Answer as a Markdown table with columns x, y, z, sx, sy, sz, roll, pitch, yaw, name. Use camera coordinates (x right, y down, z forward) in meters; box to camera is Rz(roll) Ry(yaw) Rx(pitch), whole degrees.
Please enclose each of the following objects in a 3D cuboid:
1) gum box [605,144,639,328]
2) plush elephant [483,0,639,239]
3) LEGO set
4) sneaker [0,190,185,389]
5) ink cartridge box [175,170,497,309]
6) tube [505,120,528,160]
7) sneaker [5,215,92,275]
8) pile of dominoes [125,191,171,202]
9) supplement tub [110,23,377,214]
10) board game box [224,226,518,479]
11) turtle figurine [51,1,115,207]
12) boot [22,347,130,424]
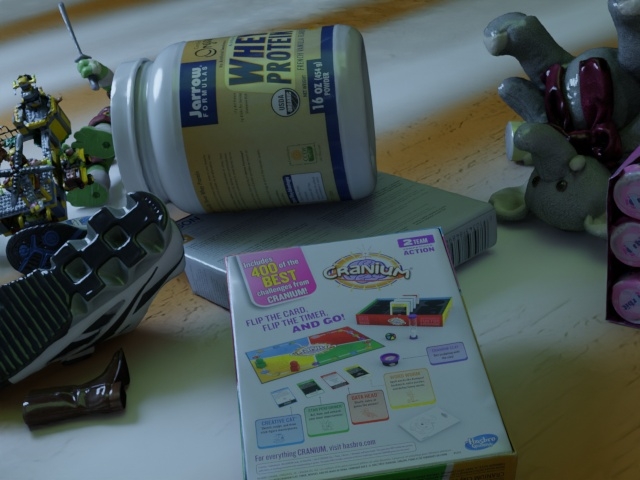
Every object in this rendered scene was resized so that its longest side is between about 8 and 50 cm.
| x | y | z | sx | sy | sz | roll | pitch | yaw | name |
| --- | --- | --- | --- | --- | --- | --- | --- | --- | --- |
| 0.365 | -0.010 | 1.179 | 0.062 | 0.188 | 0.107 | 12 | 31 | 32 | gum box |
| 0.334 | -0.129 | 1.382 | 0.272 | 0.330 | 0.255 | 3 | 48 | 46 | plush elephant |
| -0.501 | -0.115 | 1.456 | 0.332 | 0.192 | 0.254 | -9 | 60 | 7 | LEGO set |
| -0.290 | 0.092 | 1.235 | 0.331 | 0.146 | 0.122 | -35 | 59 | -7 | sneaker |
| 0.000 | 0.000 | 1.380 | 0.324 | 0.071 | 0.330 | -27 | 30 | -33 | ink cartridge box |
| 0.403 | -0.156 | 1.607 | 0.240 | 0.062 | 0.070 | -1 | 67 | 0 | tube |
| -0.321 | 0.007 | 1.450 | 0.211 | 0.080 | 0.081 | -7 | 3 | 1 | sneaker |
| -0.193 | -0.132 | 1.712 | 0.196 | 0.040 | 0.251 | -1 | 28 | 10 | pile of dominoes |
| -0.093 | -0.153 | 1.383 | 0.316 | 0.228 | 0.228 | -5 | 27 | 6 | supplement tub |
| 0.036 | 0.123 | 1.049 | 0.242 | 0.064 | 0.316 | -7 | 41 | -2 | board game box |
| -0.390 | -0.185 | 1.698 | 0.198 | 0.275 | 0.266 | -38 | 27 | 16 | turtle figurine |
| -0.270 | 0.160 | 1.165 | 0.114 | 0.037 | 0.106 | -11 | 25 | 1 | boot |
